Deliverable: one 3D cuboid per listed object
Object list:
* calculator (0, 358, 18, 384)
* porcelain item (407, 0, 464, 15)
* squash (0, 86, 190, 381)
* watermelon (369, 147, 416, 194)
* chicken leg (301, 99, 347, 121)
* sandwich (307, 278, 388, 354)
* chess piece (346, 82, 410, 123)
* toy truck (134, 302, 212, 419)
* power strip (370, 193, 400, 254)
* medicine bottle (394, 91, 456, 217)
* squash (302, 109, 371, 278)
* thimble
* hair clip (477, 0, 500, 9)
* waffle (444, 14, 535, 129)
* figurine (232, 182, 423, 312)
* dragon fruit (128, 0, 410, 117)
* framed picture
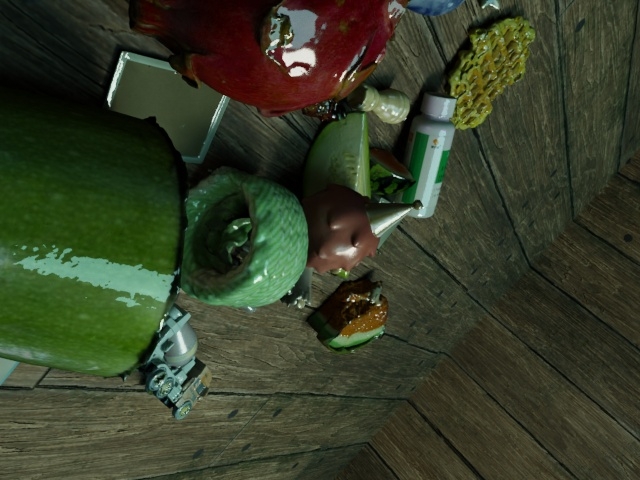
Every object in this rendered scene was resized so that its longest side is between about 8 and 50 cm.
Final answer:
[{"bbox_3d":[-0.498,0.127,0.708,0.386,0.054,0.256,-49,150,2],"label":"calculator"},{"bbox_3d":[0.134,-0.403,0.787,0.259,0.141,0.141,-7,134,-36],"label":"porcelain item"},{"bbox_3d":[-0.337,-0.010,0.549,0.309,0.310,0.310,9,121,-38],"label":"squash"},{"bbox_3d":[0.125,-0.157,1.150,0.135,0.125,0.094,45,59,-43],"label":"watermelon"},{"bbox_3d":[-0.015,-0.254,0.843,0.105,0.063,0.234,-55,149,1],"label":"chicken leg"},{"bbox_3d":[0.084,0.207,1.506,0.292,0.109,0.212,-17,133,-45],"label":"sandwich"},{"bbox_3d":[0.104,-0.252,0.997,0.122,0.066,0.066,1,127,-48],"label":"chess piece"},{"bbox_3d":[-0.287,0.231,1.059,0.140,0.108,0.256,-48,151,-25],"label":"toy truck"},{"bbox_3d":[0.155,-0.072,1.289,0.215,0.061,0.145,-53,146,11],"label":"power strip"},{"bbox_3d":[0.226,-0.181,1.172,0.095,0.095,0.260,-16,125,-42],"label":"medicine bottle"},{"bbox_3d":[0.020,-0.084,1.042,0.288,0.111,0.203,76,31,-61],"label":"squash"},{"bbox_3d":[-0.127,-0.003,0.871,0.219,0.219,0.150,-53,152,13],"label":"thimble"},{"bbox_3d":[0.180,-0.434,0.705,0.106,0.292,0.084,-6,167,-21],"label":"hair clip"},{"bbox_3d":[0.367,-0.362,1.210,0.291,0.051,0.291,-33,148,-24],"label":"waffle"},{"bbox_3d":[0.000,0.000,0.992,0.387,0.207,0.166,-30,153,17],"label":"figurine"},{"bbox_3d":[-0.047,-0.265,0.627,0.315,0.250,0.250,18,115,-33],"label":"dragon fruit"},{"bbox_3d":[-0.210,-0.173,0.746,0.183,0.011,0.142,-3,130,-50],"label":"framed picture"}]
